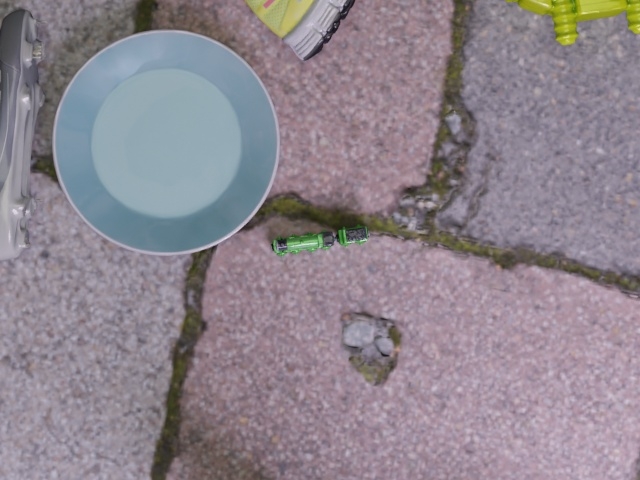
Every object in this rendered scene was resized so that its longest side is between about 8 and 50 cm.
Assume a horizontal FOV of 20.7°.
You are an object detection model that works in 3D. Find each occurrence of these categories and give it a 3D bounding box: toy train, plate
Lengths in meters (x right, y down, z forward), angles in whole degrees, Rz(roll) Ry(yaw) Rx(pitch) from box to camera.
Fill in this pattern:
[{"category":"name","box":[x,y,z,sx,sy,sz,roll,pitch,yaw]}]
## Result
[{"category":"toy train","box":[0.000,0.000,1.450,0.083,0.024,0.017,-8,88,-3]},{"category":"plate","box":[-0.127,-0.080,1.449,0.188,0.024,0.188,0,87,-1]}]

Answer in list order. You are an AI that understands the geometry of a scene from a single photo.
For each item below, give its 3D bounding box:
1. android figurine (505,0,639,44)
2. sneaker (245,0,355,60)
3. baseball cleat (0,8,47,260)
[{"category":"android figurine","box":[0.213,-0.299,1.457,0.248,0.056,0.272,-7,86,-3]},{"category":"sneaker","box":[0.010,-0.257,1.434,0.094,0.081,0.208,33,87,2]},{"category":"baseball cleat","box":[-0.279,-0.088,1.420,0.109,0.072,0.205,3,84,4]}]
